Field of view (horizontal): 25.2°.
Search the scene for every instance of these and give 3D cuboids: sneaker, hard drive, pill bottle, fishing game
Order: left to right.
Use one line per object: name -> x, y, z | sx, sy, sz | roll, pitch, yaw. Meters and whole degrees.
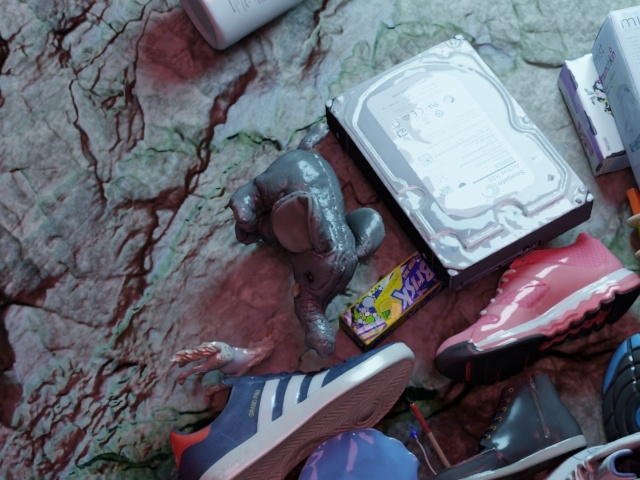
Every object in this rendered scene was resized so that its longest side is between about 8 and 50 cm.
pill bottle -> -0.086, -0.388, 2.087 | 0.229, 0.131, 0.131 | -33, 74, -12
sneaker -> -0.043, 0.211, 1.885 | 0.350, 0.131, 0.148 | -30, 52, -21
fishing game -> 0.055, 0.339, 1.865 | 0.264, 0.041, 0.189 | -32, 92, -20
hard drive -> 0.188, -0.115, 1.996 | 0.237, 0.064, 0.339 | -27, 62, -12
sneaker -> 0.231, 0.263, 1.897 | 0.222, 0.083, 0.118 | -18, 66, -17
sneaker -> 0.277, 0.089, 1.952 | 0.314, 0.116, 0.136 | -23, 62, -16
sneaker -> 0.363, 0.293, 1.795 | 0.129, 0.297, 0.111 | 10, 55, -45
sneaker -> 0.478, 0.286, 1.887 | 0.140, 0.125, 0.341 | -1, 65, -31

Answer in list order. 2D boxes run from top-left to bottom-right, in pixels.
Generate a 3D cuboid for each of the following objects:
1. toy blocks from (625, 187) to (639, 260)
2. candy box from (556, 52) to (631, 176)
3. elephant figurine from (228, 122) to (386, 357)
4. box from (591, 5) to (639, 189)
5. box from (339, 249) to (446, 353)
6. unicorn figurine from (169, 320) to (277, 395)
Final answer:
toy blocks -> 0.487, -0.053, 2.021 | 0.123, 0.054, 0.148 | -7, 71, -4
candy box -> 0.463, -0.200, 2.064 | 0.196, 0.070, 0.165 | -16, 72, -7
elephant figurine -> 0.000, 0.000, 1.905 | 0.169, 0.186, 0.239 | -26, 45, -20
box -> 0.538, -0.218, 1.968 | 0.262, 0.127, 0.231 | -14, 71, -7
box -> 0.106, 0.078, 1.966 | 0.169, 0.054, 0.059 | -40, 75, -13
unicorn figurine -> -0.125, 0.160, 1.913 | 0.111, 0.162, 0.060 | -31, 78, 17
